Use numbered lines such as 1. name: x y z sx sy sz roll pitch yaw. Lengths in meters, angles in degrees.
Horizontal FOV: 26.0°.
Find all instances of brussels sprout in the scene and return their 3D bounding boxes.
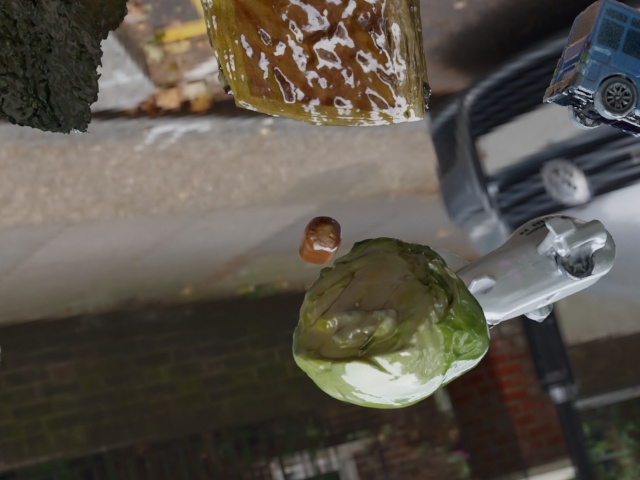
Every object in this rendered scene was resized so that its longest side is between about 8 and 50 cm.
1. brussels sprout: 0.062 0.080 1.150 0.149 0.122 0.151 -37 -150 6

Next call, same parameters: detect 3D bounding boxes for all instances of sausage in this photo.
1. sausage: 0.000 0.000 1.459 0.041 0.039 0.131 14 171 -2

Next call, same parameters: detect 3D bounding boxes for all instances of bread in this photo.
1. bread: 0.004 -0.302 1.825 0.324 0.278 0.167 10 -145 29

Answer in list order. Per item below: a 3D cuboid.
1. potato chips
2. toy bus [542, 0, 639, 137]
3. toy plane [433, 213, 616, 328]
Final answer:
1. potato chips: -0.206 -0.146 1.049 0.026 0.142 0.209 -23 -170 35
2. toy bus: 0.377 -0.163 1.497 0.234 0.134 0.116 21 173 -7
3. toy plane: 0.258 0.034 1.741 0.252 0.118 0.252 -21 163 -6
